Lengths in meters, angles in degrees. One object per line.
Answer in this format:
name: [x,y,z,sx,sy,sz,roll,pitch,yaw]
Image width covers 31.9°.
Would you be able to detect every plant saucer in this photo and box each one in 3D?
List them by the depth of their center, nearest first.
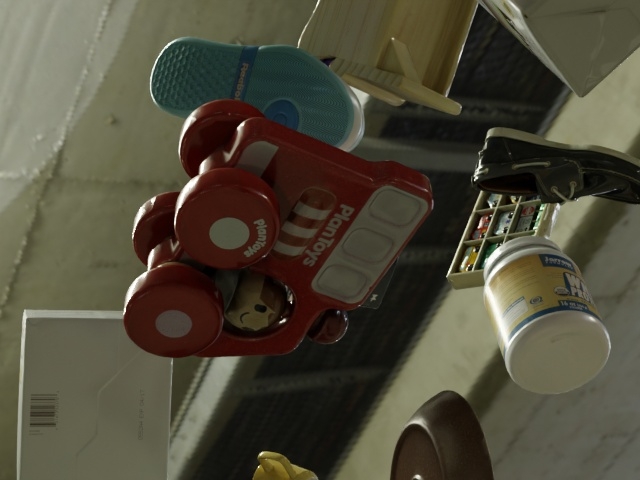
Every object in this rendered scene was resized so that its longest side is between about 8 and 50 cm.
plant saucer: [0.104,0.238,1.031,0.036,0.199,0.199,3,-50,-18]

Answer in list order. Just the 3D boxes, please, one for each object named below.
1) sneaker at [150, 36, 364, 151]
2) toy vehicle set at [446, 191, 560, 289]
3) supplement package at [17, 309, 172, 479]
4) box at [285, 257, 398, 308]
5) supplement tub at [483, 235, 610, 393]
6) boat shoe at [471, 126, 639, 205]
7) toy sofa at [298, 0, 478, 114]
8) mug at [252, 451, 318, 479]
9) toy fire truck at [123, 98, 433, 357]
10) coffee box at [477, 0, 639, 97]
sneaker: [-0.034,-0.160,1.372,0.208,0.319,0.127,17,-84,-53]
toy vehicle set: [0.345,-0.024,2.042,0.166,0.267,0.035,-11,-53,37]
supplement package: [-0.321,0.233,1.579,0.204,0.145,0.262,2,-90,-15]
box: [0.000,0.000,1.637,0.153,0.207,0.108,10,-69,-29]
supplement tub: [0.312,0.101,1.578,0.144,0.200,0.144,-4,-51,-5]
boat shoe: [0.290,-0.070,1.320,0.079,0.233,0.084,-62,-35,-20]
toy sofa: [0.127,-0.355,1.412,0.150,0.177,0.363,13,-83,-53]
mug: [-0.038,0.277,1.251,0.078,0.064,0.062,33,-114,-44]
toy fire truck: [-0.055,0.017,1.163,0.254,0.169,0.302,21,-58,-19]
coffee box: [0.150,-0.232,0.784,0.141,0.246,0.098,-43,-46,9]
